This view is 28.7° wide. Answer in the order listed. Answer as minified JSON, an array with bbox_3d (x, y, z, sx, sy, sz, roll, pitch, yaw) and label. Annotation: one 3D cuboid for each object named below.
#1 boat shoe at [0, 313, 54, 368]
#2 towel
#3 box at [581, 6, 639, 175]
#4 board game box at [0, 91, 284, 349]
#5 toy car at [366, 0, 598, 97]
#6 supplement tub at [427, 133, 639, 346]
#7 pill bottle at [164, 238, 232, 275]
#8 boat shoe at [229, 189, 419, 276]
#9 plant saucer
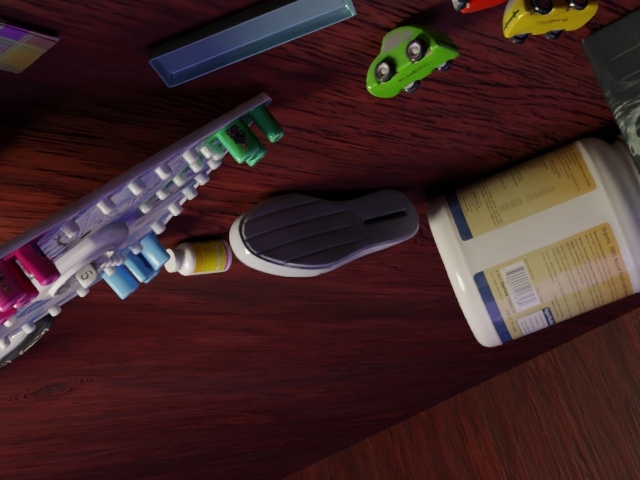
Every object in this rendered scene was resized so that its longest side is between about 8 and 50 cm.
[{"bbox_3d":[-0.437,0.142,1.650,0.228,0.080,0.076,-38,154,27],"label":"boat shoe"},{"bbox_3d":[-0.265,-0.164,1.044,0.060,0.009,0.083,-29,158,30],"label":"towel"},{"bbox_3d":[0.621,-0.101,1.375,0.480,0.472,0.297,-28,160,22],"label":"box"},{"bbox_3d":[-0.248,0.032,1.306,0.390,0.050,0.390,-36,176,-40],"label":"board game box"},{"bbox_3d":[0.133,-0.215,1.227,0.225,0.053,0.239,-29,158,29],"label":"toy car"},{"bbox_3d":[0.330,-0.007,1.737,0.316,0.228,0.228,-21,162,8],"label":"supplement tub"},{"bbox_3d":[-0.160,0.023,1.624,0.083,0.043,0.043,-5,157,-36],"label":"pill bottle"},{"bbox_3d":[0.000,0.000,1.626,0.302,0.109,0.094,-7,160,-40],"label":"boat shoe"},{"bbox_3d":[-0.063,-0.193,1.150,0.192,0.018,0.067,-22,162,4],"label":"plant saucer"}]
